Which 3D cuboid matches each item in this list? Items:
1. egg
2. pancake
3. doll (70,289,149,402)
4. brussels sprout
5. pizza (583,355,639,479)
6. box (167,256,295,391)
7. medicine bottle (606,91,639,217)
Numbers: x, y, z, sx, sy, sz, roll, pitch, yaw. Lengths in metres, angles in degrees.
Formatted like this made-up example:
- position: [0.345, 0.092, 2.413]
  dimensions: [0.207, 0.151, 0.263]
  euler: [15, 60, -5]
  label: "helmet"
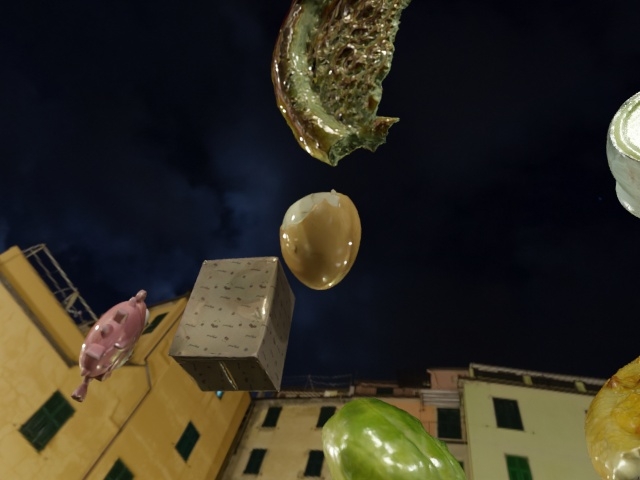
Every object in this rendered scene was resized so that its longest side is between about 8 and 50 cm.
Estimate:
- position: [0.000, 0.000, 1.048]
  dimensions: [0.201, 0.201, 0.245]
  euler: [-1, -86, 15]
  label: "egg"
- position: [0.024, -0.355, 0.845]
  dimensions: [0.304, 0.067, 0.427]
  euler: [4, -100, 32]
  label: "pancake"
- position: [-0.462, 0.228, 0.942]
  dimensions: [0.093, 0.262, 0.211]
  euler: [27, -22, -1]
  label: "doll"
- position: [0.088, 0.311, 0.575]
  dimensions: [0.223, 0.161, 0.223]
  euler: [35, -23, 18]
  label: "brussels sprout"
- position: [0.336, 0.135, 0.395]
  dimensions: [0.268, 0.258, 0.087]
  euler: [-33, -116, -1]
  label: "pizza"
- position: [-0.209, 0.215, 1.106]
  dimensions: [0.225, 0.297, 0.190]
  euler: [-4, -45, 13]
  label: "box"
- position: [0.464, -0.111, 0.554]
  dimensions: [0.147, 0.147, 0.143]
  euler: [-27, -43, 25]
  label: "medicine bottle"
